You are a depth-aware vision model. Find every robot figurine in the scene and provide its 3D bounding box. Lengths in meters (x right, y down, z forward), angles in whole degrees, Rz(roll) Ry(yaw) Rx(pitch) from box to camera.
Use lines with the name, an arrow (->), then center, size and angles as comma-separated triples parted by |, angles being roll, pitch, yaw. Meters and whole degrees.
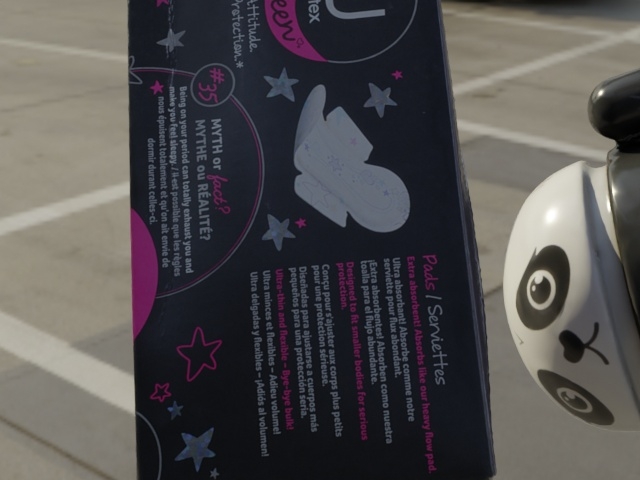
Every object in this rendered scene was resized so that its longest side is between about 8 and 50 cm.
robot figurine -> 0.244, 0.015, 0.599 | 0.278, 0.173, 0.209 | -14, 56, 21

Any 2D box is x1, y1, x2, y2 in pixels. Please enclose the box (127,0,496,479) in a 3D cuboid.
box -> 0.000, 0.000, 0.496 | 0.142, 0.247, 0.163 | -5, -16, 6
